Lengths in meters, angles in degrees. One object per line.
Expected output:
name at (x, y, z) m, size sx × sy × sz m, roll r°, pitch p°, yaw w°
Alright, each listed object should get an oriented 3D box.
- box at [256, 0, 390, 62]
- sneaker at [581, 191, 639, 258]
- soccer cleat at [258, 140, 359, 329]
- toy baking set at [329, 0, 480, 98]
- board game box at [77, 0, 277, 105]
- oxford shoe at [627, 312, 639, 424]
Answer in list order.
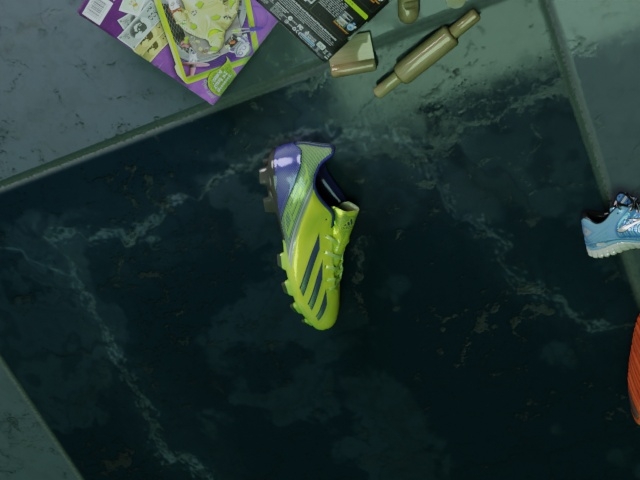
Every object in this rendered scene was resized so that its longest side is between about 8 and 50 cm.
box at (0.001, -0.327, 0.990) m, size 0.191 × 0.045 × 0.184 m, roll 38°, pitch 119°, yaw -20°
sneaker at (0.401, -0.029, 1.112) m, size 0.162 × 0.063 × 0.073 m, roll -20°, pitch 100°, yaw 42°
soccer cleat at (0.000, 0.000, 1.206) m, size 0.121 × 0.093 × 0.289 m, roll -9°, pitch 116°, yaw 8°
toy baking set at (0.093, -0.297, 1.063) m, size 0.256 × 0.030 × 0.196 m, roll -32°, pitch 108°, yaw 24°
board game box at (-0.117, -0.346, 1.042) m, size 0.208 × 0.056 × 0.347 m, roll 36°, pitch 122°, yaw -14°
oxford shoe at (0.509, 0.102, 1.144) m, size 0.133 × 0.130 × 0.363 m, roll 12°, pitch 119°, yaw -2°
